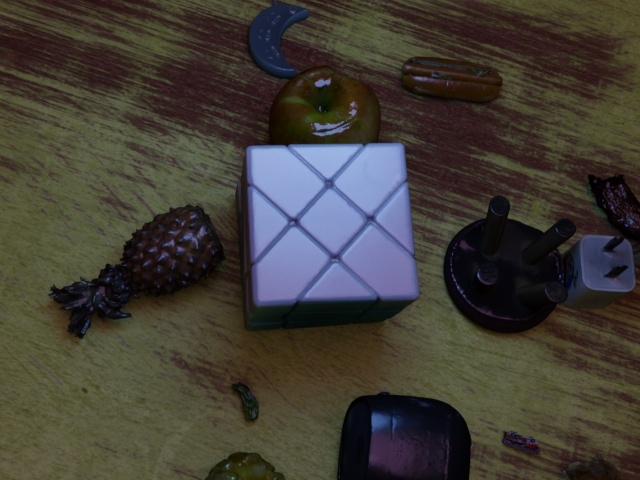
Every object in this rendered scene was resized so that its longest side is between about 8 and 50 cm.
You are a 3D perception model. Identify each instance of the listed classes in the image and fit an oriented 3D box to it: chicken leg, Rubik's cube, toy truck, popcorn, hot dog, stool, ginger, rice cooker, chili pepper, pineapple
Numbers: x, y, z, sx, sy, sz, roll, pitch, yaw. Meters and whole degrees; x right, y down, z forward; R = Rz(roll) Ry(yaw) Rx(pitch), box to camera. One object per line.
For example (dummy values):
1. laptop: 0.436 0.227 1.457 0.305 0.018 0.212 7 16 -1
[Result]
1. chicken leg: 0.712 -0.072 2.099 0.105 0.063 0.234 -35 81 -14
2. Rubik's cube: 0.000 0.000 1.812 0.321 0.316 0.319 -2 76 -11
3. toy truck: 0.424 0.424 1.893 0.083 0.024 0.032 16 91 -1
4. popcorn: -0.147 0.502 1.710 0.197 0.156 0.198 18 43 -17
5. hot dog: 0.313 -0.388 2.147 0.249 0.068 0.100 5 69 -8
6. stool: 0.415 0.050 1.944 0.272 0.178 0.272 3 68 -7
7. ginger: 0.563 0.485 1.885 0.137 0.044 0.057 -1 41 -16
8. rice cooker: 0.160 0.420 1.738 0.224 0.267 0.267 9 69 -13
9. chili pepper: -0.150 0.327 1.836 0.034 0.030 0.091 -28 73 9
10. pineapple: -0.376 0.061 1.842 0.361 0.175 0.175 -25 75 -1

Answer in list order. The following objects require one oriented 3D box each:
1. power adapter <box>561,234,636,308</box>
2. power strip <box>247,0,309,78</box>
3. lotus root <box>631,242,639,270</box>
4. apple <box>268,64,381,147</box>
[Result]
1. power adapter: 0.612 0.058 1.959 0.125 0.205 0.130 4 68 -7
2. power strip: -0.102 -0.489 2.132 0.137 0.044 0.216 9 70 -5
3. lotus root: 0.797 0.039 2.049 0.159 0.135 0.095 41 68 -7
4. apple: 0.010 -0.250 1.970 0.246 0.226 0.246 0 66 1
